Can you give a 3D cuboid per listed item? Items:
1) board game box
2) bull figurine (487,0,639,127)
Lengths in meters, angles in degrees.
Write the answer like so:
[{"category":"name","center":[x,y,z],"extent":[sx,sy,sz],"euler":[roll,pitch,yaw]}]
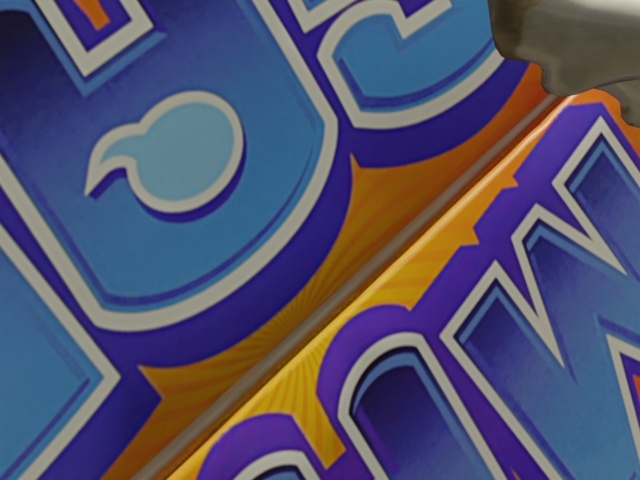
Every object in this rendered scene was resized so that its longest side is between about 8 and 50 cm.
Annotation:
[{"category":"board game box","center":[-0.111,0.040,0.569],"extent":[0.356,0.356,0.356],"euler":[-42,-71,-32]},{"category":"bull figurine","center":[0.144,-0.008,0.327],"extent":[0.101,0.188,0.310],"euler":[-54,-46,-60]}]
